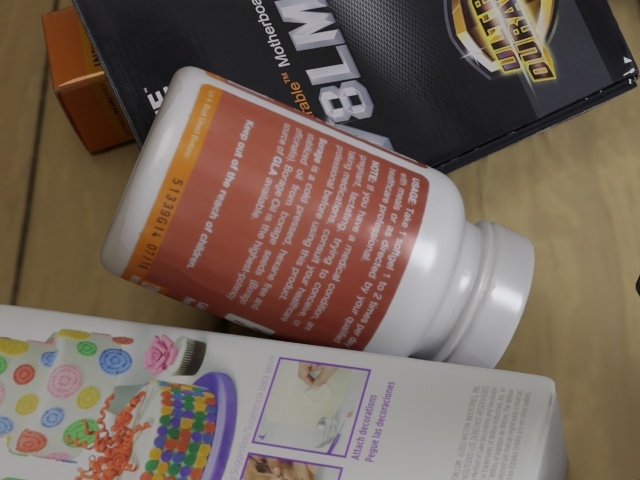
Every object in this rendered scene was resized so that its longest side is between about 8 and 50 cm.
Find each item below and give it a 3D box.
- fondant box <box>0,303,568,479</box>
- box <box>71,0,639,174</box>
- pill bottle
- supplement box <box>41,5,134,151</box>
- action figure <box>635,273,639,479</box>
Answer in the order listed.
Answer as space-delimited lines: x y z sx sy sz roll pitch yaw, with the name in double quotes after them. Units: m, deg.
-0.057 0.173 0.718 0.330 0.096 0.238 7 58 18 "fondant box"
0.000 -0.165 0.857 0.293 0.073 0.295 -24 90 -4 "box"
0.000 0.000 0.763 0.216 0.121 0.121 23 60 -8 "pill bottle"
-0.064 -0.140 0.948 0.233 0.080 0.078 -16 56 0 "supplement box"
0.268 0.131 0.597 0.330 0.178 0.341 19 67 9 "action figure"
